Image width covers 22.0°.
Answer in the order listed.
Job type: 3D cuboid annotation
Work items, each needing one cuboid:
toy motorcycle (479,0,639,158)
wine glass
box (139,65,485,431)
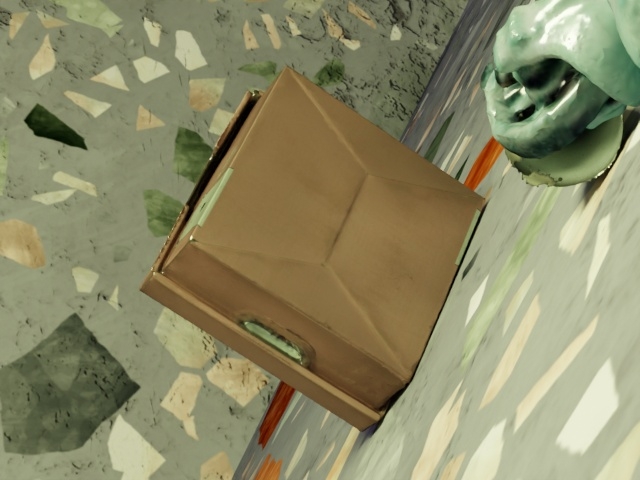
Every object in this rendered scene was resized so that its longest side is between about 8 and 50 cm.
[{"bbox_3d":[0.161,-0.159,0.664,0.206,0.154,0.260,-12,53,56],"label":"toy motorcycle"},{"bbox_3d":[0.139,-0.079,0.965,0.072,0.072,0.155,-61,2,17],"label":"wine glass"},{"bbox_3d":[0.000,0.000,1.283,0.086,0.215,0.215,-46,13,50],"label":"box"}]
